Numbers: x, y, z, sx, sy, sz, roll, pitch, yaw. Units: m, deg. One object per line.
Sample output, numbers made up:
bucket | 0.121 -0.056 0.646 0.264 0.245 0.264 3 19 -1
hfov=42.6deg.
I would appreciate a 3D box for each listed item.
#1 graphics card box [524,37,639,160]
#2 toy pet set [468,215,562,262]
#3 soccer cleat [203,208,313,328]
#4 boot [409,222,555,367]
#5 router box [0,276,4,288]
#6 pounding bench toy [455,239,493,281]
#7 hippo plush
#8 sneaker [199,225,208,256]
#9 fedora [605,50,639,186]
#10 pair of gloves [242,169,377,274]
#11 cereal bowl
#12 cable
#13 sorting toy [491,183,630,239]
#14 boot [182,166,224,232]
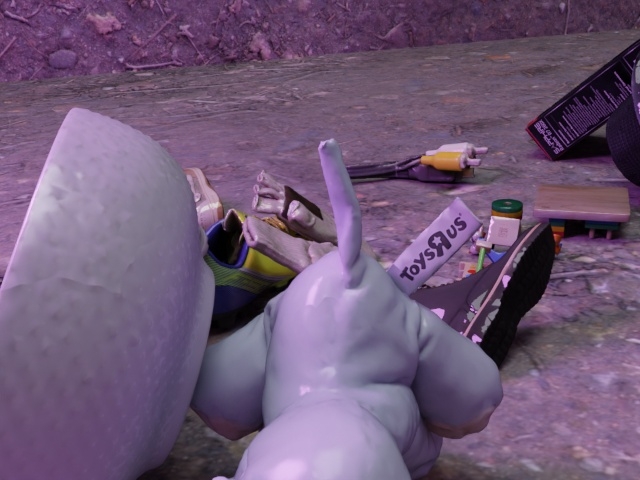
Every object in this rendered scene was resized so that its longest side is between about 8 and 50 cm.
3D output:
graphics card box | 0.587 -0.312 1.561 0.371 0.094 0.232 -40 -5 37
toy pet set | 0.259 0.015 1.113 0.122 0.065 0.114 8 -12 20
soccer cleat | -0.084 0.007 1.053 0.093 0.121 0.289 6 22 23
boot | 0.163 0.048 0.911 0.137 0.077 0.198 11 49 42
router box | -0.439 0.081 1.021 0.122 0.038 0.092 -3 20 -1
pounding bench toy | 0.187 0.047 0.968 0.052 0.083 0.065 3 21 15
hippo plush | 0.031 0.145 0.567 0.234 0.294 0.237 24 36 -16
sneaker | -0.231 0.058 0.843 0.105 0.115 0.281 9 55 30
fedora | 0.584 -0.177 1.343 0.334 0.334 0.152 -18 -6 -35
pair of gloves | 0.000 0.000 1.030 0.204 0.042 0.240 31 17 -13
cereal bowl | -0.171 0.078 0.631 0.141 0.339 0.339 17 16 -16
cable | 0.164 -0.149 1.502 0.287 0.072 0.139 4 16 18
sorting toy | 0.399 -0.042 1.227 0.274 0.046 0.132 4 22 17
boot | -0.255 -0.055 1.304 0.165 0.077 0.213 -12 26 -19
